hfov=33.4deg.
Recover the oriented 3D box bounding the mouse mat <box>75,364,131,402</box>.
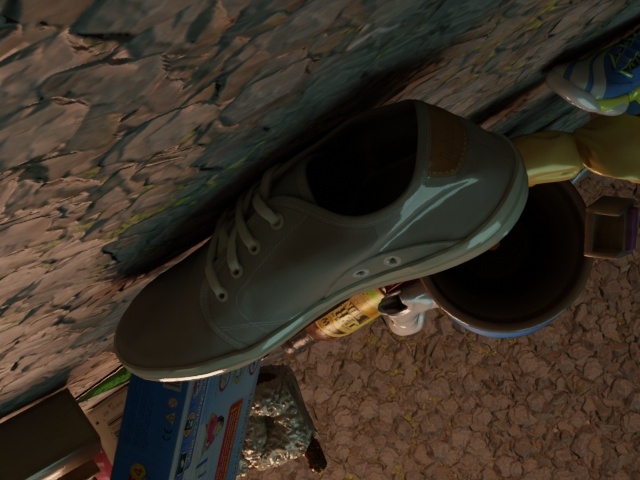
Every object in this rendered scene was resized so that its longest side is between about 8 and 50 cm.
[{"bbox_3d":[-0.316,0.216,1.723,0.189,0.007,0.152,-34,172,34],"label":"mouse mat"}]

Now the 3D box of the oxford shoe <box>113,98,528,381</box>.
[{"bbox_3d":[-0.035,-0.001,0.954,0.449,0.169,0.130,-26,135,31],"label":"oxford shoe"}]

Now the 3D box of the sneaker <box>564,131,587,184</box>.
[{"bbox_3d":[0.358,-0.114,1.794,0.268,0.101,0.153,-28,176,38],"label":"sneaker"}]

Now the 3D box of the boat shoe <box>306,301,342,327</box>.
[{"bbox_3d":[-0.034,0.092,1.686,0.285,0.089,0.104,-34,174,10],"label":"boat shoe"}]

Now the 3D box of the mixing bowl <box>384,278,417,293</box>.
[{"bbox_3d":[0.168,0.007,1.842,0.181,0.098,0.181,-29,172,-5],"label":"mixing bowl"}]

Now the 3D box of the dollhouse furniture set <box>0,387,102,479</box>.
[{"bbox_3d":[-0.400,0.348,1.535,0.161,0.212,0.242,-28,147,-25],"label":"dollhouse furniture set"}]

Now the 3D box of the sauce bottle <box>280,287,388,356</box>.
[{"bbox_3d":[0.048,0.144,2.245,0.344,0.111,0.111,-37,170,34],"label":"sauce bottle"}]

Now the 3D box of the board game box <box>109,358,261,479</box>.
[{"bbox_3d":[-0.192,0.279,1.544,0.086,0.308,0.302,14,-173,14],"label":"board game box"}]

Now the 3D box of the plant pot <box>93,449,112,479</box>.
[{"bbox_3d":[-0.399,0.421,2.133,0.180,0.201,0.201,-15,-179,29],"label":"plant pot"}]

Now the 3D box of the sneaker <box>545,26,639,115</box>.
[{"bbox_3d":[0.361,-0.218,1.244,0.240,0.091,0.126,-8,129,-43],"label":"sneaker"}]

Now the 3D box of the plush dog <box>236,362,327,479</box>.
[{"bbox_3d":[-0.129,0.350,1.885,0.225,0.211,0.262,-24,178,2],"label":"plush dog"}]

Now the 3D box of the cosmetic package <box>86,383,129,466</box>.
[{"bbox_3d":[-0.283,0.328,2.039,0.129,0.153,0.296,-35,172,27],"label":"cosmetic package"}]

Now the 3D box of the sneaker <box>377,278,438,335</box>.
[{"bbox_3d":[0.138,0.115,1.850,0.094,0.080,0.212,-15,161,-19],"label":"sneaker"}]

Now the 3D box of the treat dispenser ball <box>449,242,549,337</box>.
[{"bbox_3d":[0.344,0.040,2.010,0.288,0.288,0.288,-30,173,-4],"label":"treat dispenser ball"}]

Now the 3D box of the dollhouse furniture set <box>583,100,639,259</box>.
[{"bbox_3d":[0.534,-0.115,1.417,0.303,0.286,0.198,8,-164,33],"label":"dollhouse furniture set"}]

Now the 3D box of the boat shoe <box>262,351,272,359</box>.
[{"bbox_3d":[-0.147,0.210,1.987,0.112,0.095,0.335,-31,172,8],"label":"boat shoe"}]

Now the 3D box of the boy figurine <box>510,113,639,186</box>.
[{"bbox_3d":[0.260,-0.088,1.310,0.285,0.092,0.177,-10,178,14],"label":"boy figurine"}]

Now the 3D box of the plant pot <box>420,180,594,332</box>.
[{"bbox_3d":[0.267,0.002,1.633,0.263,0.263,0.229,-31,179,3],"label":"plant pot"}]
